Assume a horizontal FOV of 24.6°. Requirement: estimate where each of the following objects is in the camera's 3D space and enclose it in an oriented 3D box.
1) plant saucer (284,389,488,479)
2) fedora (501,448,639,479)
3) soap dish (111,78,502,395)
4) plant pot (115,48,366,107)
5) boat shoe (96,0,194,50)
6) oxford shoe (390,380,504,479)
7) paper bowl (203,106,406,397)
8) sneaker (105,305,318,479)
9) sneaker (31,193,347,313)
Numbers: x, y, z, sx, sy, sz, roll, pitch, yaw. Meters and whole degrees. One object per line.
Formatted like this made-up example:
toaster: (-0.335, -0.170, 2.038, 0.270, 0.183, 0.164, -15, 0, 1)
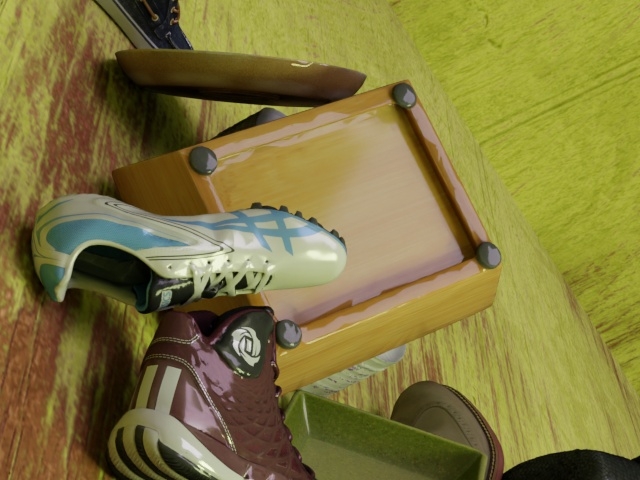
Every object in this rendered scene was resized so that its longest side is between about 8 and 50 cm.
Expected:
plant saucer: (0.045, 0.209, 1.278, 0.188, 0.045, 0.188, 18, 17, 5)
fedora: (0.236, 0.309, 1.423, 0.152, 0.334, 0.334, 35, 24, -16)
soap dish: (0.001, -0.008, 1.250, 0.290, 0.118, 0.229, -20, 79, -31)
plant pot: (-0.075, -0.149, 1.374, 0.236, 0.236, 0.032, 1, 93, -72)
boat shoe: (-0.158, -0.236, 1.451, 0.183, 0.083, 0.065, 45, 23, -46)
oxford shoe: (0.099, 0.227, 1.436, 0.130, 0.123, 0.348, 45, 18, -21)
paper bowl: (0.000, 0.000, 1.448, 0.284, 0.148, 0.284, 53, 19, -28)
sneaker: (-0.037, 0.137, 1.087, 0.281, 0.106, 0.163, 44, 48, -48)
sneaker: (-0.093, 0.019, 1.073, 0.237, 0.085, 0.086, 4, 56, -20)
